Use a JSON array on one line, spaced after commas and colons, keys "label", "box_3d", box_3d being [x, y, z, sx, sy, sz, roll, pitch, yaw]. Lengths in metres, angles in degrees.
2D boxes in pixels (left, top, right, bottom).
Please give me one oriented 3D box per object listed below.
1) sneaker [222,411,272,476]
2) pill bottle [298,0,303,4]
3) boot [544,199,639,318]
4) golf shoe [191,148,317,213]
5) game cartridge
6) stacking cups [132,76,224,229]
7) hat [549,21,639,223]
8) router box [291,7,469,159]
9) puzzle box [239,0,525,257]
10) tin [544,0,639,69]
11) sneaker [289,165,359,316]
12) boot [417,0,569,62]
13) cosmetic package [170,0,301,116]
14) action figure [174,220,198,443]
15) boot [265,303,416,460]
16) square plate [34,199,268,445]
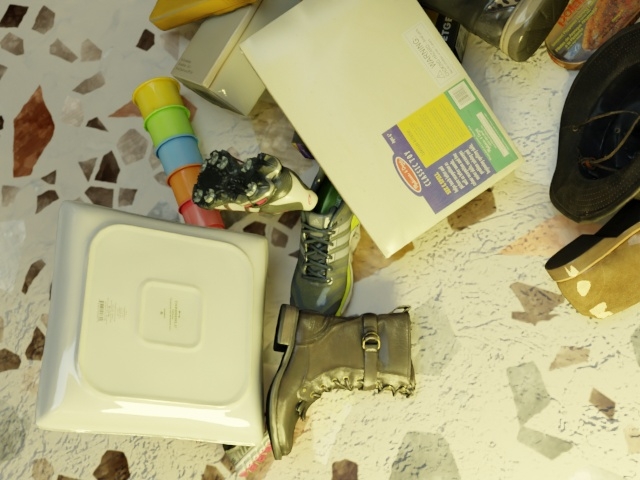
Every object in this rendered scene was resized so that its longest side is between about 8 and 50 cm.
[{"label": "sneaker", "box_3d": [-0.098, 0.300, 1.427, 0.075, 0.063, 0.170, 41, 95, 18]}, {"label": "pill bottle", "box_3d": [0.057, -0.464, 1.472, 0.130, 0.130, 0.245, 26, 81, 24]}, {"label": "boot", "box_3d": [0.491, 0.002, 1.308, 0.305, 0.112, 0.115, -34, 97, 3]}, {"label": "golf shoe", "box_3d": [-0.120, -0.081, 1.446, 0.273, 0.120, 0.105, 13, 80, 55]}, {"label": "game cartridge", "box_3d": [-0.163, -0.530, 1.603, 0.324, 0.053, 0.285, 4, 66, 49]}, {"label": "stacking cups", "box_3d": [-0.255, -0.147, 1.593, 0.096, 0.096, 0.316, -27, 67, 10]}, {"label": "hat", "box_3d": [0.481, -0.163, 1.298, 0.134, 0.331, 0.331, 20, 80, -14]}, {"label": "router box", "box_3d": [0.108, -0.279, 1.513, 0.243, 0.081, 0.308, 10, 78, 22]}, {"label": "puzzle box", "box_3d": [0.096, -0.211, 1.378, 0.272, 0.052, 0.409, -34, 91, -2]}, {"label": "tin", "box_3d": [0.451, -0.364, 1.444, 0.189, 0.040, 0.106, -47, 70, 1]}, {"label": "sneaker", "box_3d": [0.000, 0.000, 1.448, 0.111, 0.121, 0.299, 5, 76, 21]}, {"label": "boot", "box_3d": [0.296, -0.488, 1.417, 0.284, 0.138, 0.377, 28, 80, 23]}, {"label": "cosmetic package", "box_3d": [-0.121, -0.389, 1.574, 0.160, 0.113, 0.309, 27, 86, 55]}, {"label": "action figure", "box_3d": [-0.267, 0.163, 1.458, 0.276, 0.248, 0.370, -11, 96, 50]}, {"label": "boot", "box_3d": [0.036, 0.218, 1.362, 0.229, 0.091, 0.262, 8, 80, -6]}, {"label": "square plate", "box_3d": [-0.231, 0.120, 1.317, 0.049, 0.344, 0.347, -35, 50, 55]}]
